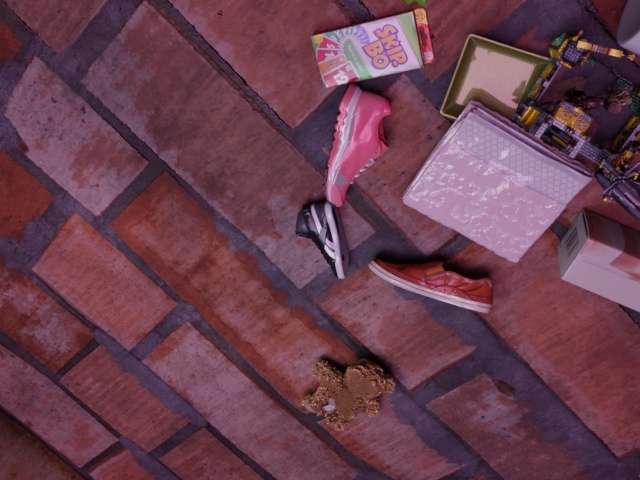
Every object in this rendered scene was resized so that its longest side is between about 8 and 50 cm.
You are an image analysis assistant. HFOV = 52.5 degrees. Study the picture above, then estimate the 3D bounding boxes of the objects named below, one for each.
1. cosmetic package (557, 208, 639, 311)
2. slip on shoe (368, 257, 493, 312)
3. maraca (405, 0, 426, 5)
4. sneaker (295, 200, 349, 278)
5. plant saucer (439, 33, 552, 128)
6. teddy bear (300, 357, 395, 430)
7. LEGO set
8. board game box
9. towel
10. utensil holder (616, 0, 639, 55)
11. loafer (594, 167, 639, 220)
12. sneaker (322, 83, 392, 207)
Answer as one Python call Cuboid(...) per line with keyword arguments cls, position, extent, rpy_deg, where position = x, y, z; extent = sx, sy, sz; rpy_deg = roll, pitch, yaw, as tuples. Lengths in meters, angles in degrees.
Cuboid(cls="cosmetic package", position=(0.718, 0.062, 1.501), extent=(0.296, 0.153, 0.129), rpy_deg=(23, 123, 0))
Cuboid(cls="slip on shoe", position=(0.286, 0.096, 1.675), extent=(0.331, 0.123, 0.102), rpy_deg=(16, 90, 12))
Cuboid(cls="maraca", position=(0.211, -0.562, 1.319), extent=(0.127, 0.099, 0.185), rpy_deg=(47, 146, -1))
Cuboid(cls="sneaker", position=(0.000, 0.000, 1.712), extent=(0.121, 0.079, 0.217), rpy_deg=(-5, 109, 21))
Cuboid(cls="plant saucer", position=(0.382, -0.340, 1.424), extent=(0.188, 0.045, 0.188), rpy_deg=(19, 122, 4))
Cuboid(cls="teddy bear", position=(0.079, 0.450, 1.938), extent=(0.245, 0.113, 0.338), rpy_deg=(25, 130, 9))
Cuboid(cls="LEGO set", position=(0.562, -0.252, 1.297), extent=(0.331, 0.192, 0.255), rpy_deg=(35, 108, -14))
Cuboid(cls="board game box", position=(0.117, -0.430, 1.455), extent=(0.259, 0.039, 0.124), rpy_deg=(-9, 117, 17))
Cuboid(cls="towel", position=(0.403, -0.122, 1.511), extent=(0.331, 0.053, 0.317), rpy_deg=(29, 132, -3))
Cuboid(cls="utensil holder", position=(0.774, -0.405, 1.118), extent=(0.385, 0.328, 0.328), rpy_deg=(24, 122, 2))
Cuboid(cls="loafer", position=(0.748, -0.072, 1.437), extent=(0.302, 0.109, 0.095), rpy_deg=(45, 105, 5))
Cuboid(cls="sneaker", position=(0.090, -0.206, 1.542), extent=(0.136, 0.116, 0.314), rpy_deg=(14, 122, 4))
